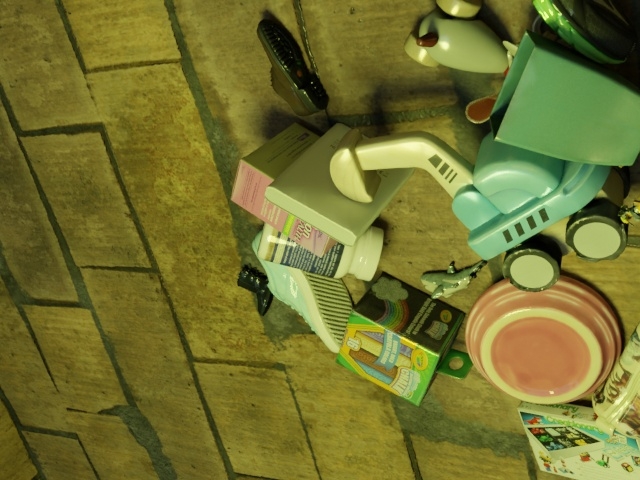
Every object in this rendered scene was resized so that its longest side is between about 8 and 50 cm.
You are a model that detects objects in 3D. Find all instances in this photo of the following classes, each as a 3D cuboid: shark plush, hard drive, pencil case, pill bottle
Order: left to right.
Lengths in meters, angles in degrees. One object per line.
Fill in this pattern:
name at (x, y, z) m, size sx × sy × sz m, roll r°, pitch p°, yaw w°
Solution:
pill bottle at (0.000, 0.000, 1.914) m, size 0.264 × 0.153 × 0.153 m, roll 15°, pitch 129°, yaw -5°
hard drive at (0.049, -0.124, 1.740) m, size 0.203 × 0.307 × 0.040 m, roll 30°, pitch 132°, yaw 11°
shark plush at (0.296, 0.081, 1.898) m, size 0.161 × 0.073 × 0.067 m, roll -33°, pitch 69°, yaw 45°
pencil case at (0.679, 0.217, 1.660) m, size 0.160 × 0.183 × 0.410 m, roll 52°, pitch 140°, yaw 41°

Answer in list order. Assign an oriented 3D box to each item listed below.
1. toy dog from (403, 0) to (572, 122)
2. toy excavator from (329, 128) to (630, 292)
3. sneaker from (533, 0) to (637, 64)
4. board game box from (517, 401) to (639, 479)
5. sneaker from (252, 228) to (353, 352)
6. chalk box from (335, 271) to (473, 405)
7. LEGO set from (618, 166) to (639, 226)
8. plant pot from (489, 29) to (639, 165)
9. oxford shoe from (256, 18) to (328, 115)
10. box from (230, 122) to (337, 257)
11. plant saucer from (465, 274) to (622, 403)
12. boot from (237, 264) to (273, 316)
toy dog at (0.298, -0.332, 1.554) m, size 0.333 × 0.161 × 0.220 m, roll 20°, pitch 128°, yaw 19°
toy excavator at (0.300, -0.117, 1.603) m, size 0.445 × 0.222 × 0.433 m, roll 44°, pitch 131°, yaw -15°
sneaker at (0.408, -0.506, 1.352) m, size 0.202 × 0.185 × 0.483 m, roll -20°, pitch 106°, yaw 30°
board game box at (0.606, 0.463, 1.904) m, size 0.305 × 0.053 × 0.193 m, roll 1°, pitch 121°, yaw 49°
sneaker at (-0.044, 0.119, 2.083) m, size 0.150 × 0.135 × 0.366 m, roll -23°, pitch 96°, yaw 43°
chalk box at (0.213, 0.242, 1.966) m, size 0.289 × 0.180 × 0.179 m, roll 28°, pitch 130°, yaw 14°
LEGO set at (0.608, -0.054, 1.472) m, size 0.255 × 0.331 × 0.192 m, roll 28°, pitch 135°, yaw -14°
plant pot at (0.427, -0.225, 1.415) m, size 0.234 × 0.165 × 0.166 m, roll 19°, pitch 114°, yaw 0°
oxford shoe at (-0.082, -0.364, 1.817) m, size 0.096 × 0.083 × 0.227 m, roll -17°, pitch 109°, yaw 42°
box at (-0.028, -0.114, 1.822) m, size 0.243 × 0.213 × 0.117 m, roll 32°, pitch 132°, yaw 15°
plant saucer at (0.476, 0.230, 1.826) m, size 0.332 × 0.084 × 0.332 m, roll 8°, pitch 120°, yaw 14°
boot at (-0.173, 0.130, 2.213) m, size 0.099 × 0.045 × 0.121 m, roll 25°, pitch 122°, yaw 12°
